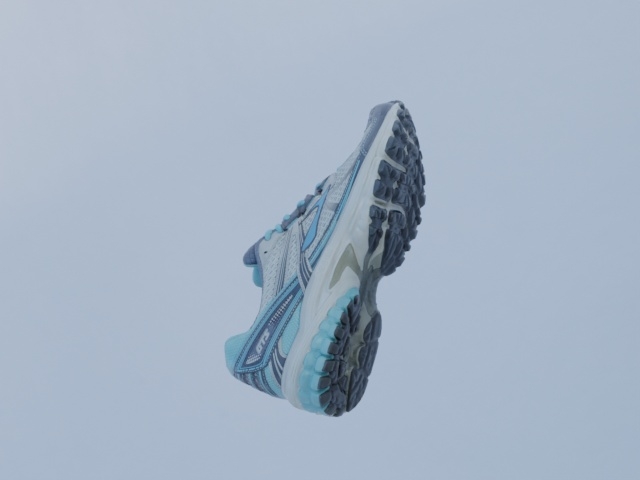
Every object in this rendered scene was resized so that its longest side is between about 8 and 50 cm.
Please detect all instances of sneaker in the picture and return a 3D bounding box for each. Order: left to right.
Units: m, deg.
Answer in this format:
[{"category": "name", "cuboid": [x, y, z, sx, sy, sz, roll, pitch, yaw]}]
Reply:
[{"category": "sneaker", "cuboid": [0.000, 0.000, 1.164, 0.122, 0.110, 0.283, 10, 65, 24]}]
